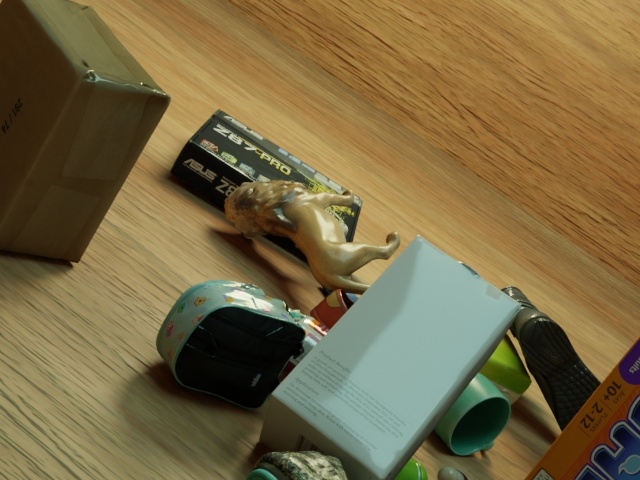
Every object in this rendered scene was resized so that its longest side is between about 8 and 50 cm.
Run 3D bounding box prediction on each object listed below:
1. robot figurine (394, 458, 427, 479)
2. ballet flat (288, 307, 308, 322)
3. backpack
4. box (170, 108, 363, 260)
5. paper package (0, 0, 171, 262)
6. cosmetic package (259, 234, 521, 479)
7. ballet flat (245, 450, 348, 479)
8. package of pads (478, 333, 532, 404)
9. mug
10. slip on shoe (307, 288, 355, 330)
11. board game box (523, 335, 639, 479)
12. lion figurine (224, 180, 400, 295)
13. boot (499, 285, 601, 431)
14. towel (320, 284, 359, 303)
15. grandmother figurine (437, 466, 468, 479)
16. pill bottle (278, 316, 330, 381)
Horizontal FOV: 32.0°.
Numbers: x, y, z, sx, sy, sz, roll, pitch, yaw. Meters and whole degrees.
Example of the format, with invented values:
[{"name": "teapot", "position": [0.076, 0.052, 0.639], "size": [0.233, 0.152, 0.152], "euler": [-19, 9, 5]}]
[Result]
[{"name": "robot figurine", "position": [0.108, 0.349, 1.645], "size": [0.115, 0.067, 0.101], "euler": [22, 50, -27]}, {"name": "ballet flat", "position": [-0.112, 0.143, 1.813], "size": [0.077, 0.091, 0.241], "euler": [9, -4, 39]}, {"name": "backpack", "position": [-0.140, 0.139, 1.615], "size": [0.188, 0.165, 0.144], "euler": [18, 23, -45]}, {"name": "box", "position": [-0.104, -0.112, 2.389], "size": [0.395, 0.097, 0.318], "euler": [33, 17, -4]}, {"name": "paper package", "position": [-0.422, -0.179, 1.707], "size": [0.168, 0.324, 0.309], "euler": [11, 29, -46]}, {"name": "cosmetic package", "position": [0.103, 0.188, 1.608], "size": [0.197, 0.155, 0.365], "euler": [37, 56, 15]}, {"name": "ballet flat", "position": [0.087, 0.412, 1.291], "size": [0.182, 0.164, 0.483], "euler": [-4, 35, -33]}, {"name": "package of pads", "position": [0.254, 0.190, 2.207], "size": [0.297, 0.101, 0.229], "euler": [29, 19, -19]}, {"name": "mug", "position": [0.245, 0.299, 1.921], "size": [0.130, 0.157, 0.097], "euler": [-11, 39, -29]}, {"name": "slip on shoe", "position": [0.133, 0.196, 2.007], "size": [0.331, 0.101, 0.123], "euler": [31, 17, -8]}, {"name": "board game box", "position": [0.640, 0.398, 1.915], "size": [0.356, 0.356, 0.357], "euler": [44, 22, 28]}, {"name": "lion figurine", "position": [0.000, 0.000, 2.094], "size": [0.240, 0.142, 0.392], "euler": [-2, 27, -37]}, {"name": "boot", "position": [0.471, 0.253, 2.231], "size": [0.222, 0.118, 0.338], "euler": [-114, 178, -73]}, {"name": "towel", "position": [0.049, 0.117, 2.175], "size": [0.067, 0.029, 0.119], "euler": [16, 25, -40]}, {"name": "grandmother figurine", "position": [0.211, 0.409, 1.537], "size": [0.104, 0.207, 0.342], "euler": [-5, 1, 10]}, {"name": "pill bottle", "position": [0.031, 0.227, 1.737], "size": [0.221, 0.121, 0.121], "euler": [37, 20, 11]}]
